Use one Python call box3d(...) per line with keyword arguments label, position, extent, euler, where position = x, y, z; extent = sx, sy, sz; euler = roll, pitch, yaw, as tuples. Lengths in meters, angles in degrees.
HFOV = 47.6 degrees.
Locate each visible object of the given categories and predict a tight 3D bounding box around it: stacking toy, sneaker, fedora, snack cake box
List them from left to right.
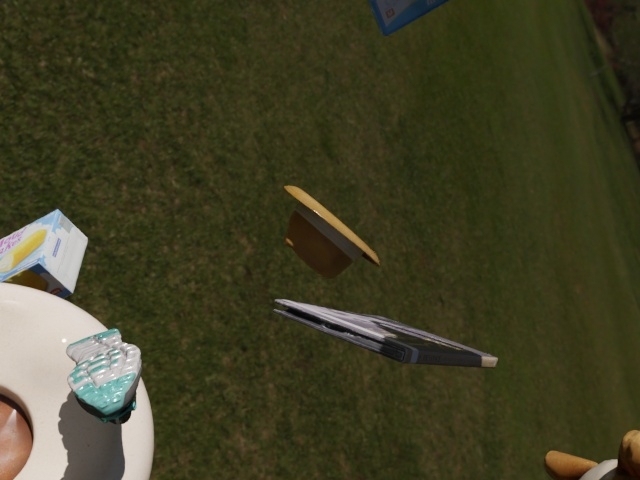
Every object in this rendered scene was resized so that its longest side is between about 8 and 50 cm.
box3d(label="stacking toy", position=(-0.399, 0.297, 0.858), extent=(0.350, 0.480, 0.351), euler=(10, 56, -15))
box3d(label="snack cake box", position=(-0.558, 0.069, 1.298), extent=(0.089, 0.264, 0.152), euler=(54, 18, -36))
box3d(label="sneaker", position=(-0.183, 0.131, 0.643), extent=(0.166, 0.065, 0.076), euler=(-161, -128, -71))
box3d(label="fedora", position=(0.000, 0.000, 1.074), extent=(0.194, 0.079, 0.194), euler=(40, 0, 0))

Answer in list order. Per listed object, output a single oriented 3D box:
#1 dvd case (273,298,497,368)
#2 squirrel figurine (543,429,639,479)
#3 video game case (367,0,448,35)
box3d(label="dvd case", position=(0.076, 0.103, 0.790), extent=(0.221, 0.164, 0.018), euler=(15, 91, -54))
box3d(label="squirrel figurine", position=(0.454, 0.546, 1.075), extent=(0.397, 0.281, 0.370), euler=(39, 64, -3))
box3d(label="video game case", position=(0.079, -0.268, 0.612), extent=(0.166, 0.119, 0.015), euler=(57, 5, -47))
